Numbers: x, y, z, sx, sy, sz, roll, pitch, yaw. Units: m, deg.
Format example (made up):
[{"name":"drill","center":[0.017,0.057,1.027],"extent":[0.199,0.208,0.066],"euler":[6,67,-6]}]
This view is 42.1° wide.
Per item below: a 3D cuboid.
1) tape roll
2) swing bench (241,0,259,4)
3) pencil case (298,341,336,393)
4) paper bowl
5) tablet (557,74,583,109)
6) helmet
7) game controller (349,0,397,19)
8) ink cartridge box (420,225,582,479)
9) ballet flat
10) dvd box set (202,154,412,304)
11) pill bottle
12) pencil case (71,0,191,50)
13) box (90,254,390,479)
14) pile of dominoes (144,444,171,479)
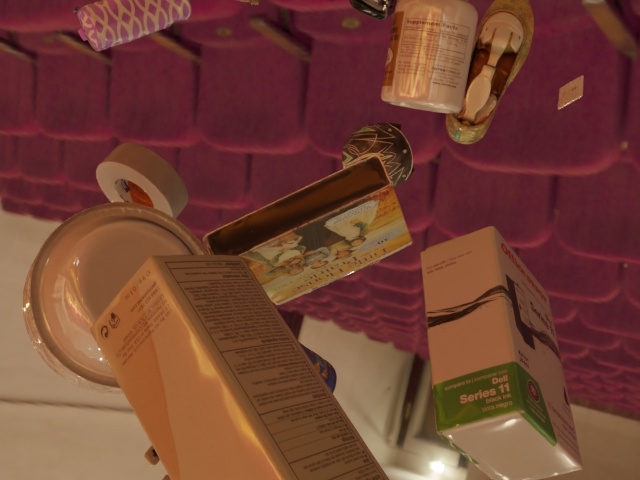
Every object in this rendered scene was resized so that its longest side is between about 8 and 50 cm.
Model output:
[{"name":"tape roll","center":[-0.427,-0.129,1.993],"extent":[0.219,0.072,0.219],"euler":[24,147,17]},{"name":"swing bench","center":[-0.236,-0.619,1.809],"extent":[0.254,0.165,0.255],"euler":[3,177,-22]},{"name":"pencil case","center":[-0.110,0.205,1.460],"extent":[0.306,0.133,0.119],"euler":[38,158,-32]},{"name":"paper bowl","center":[-0.289,0.082,1.241],"extent":[0.284,0.284,0.148],"euler":[16,158,-21]},{"name":"tablet","center":[0.486,-0.289,1.614],"extent":[0.054,0.083,0.006],"euler":[-30,115,35]},{"name":"helmet","center":[0.131,-0.188,1.869],"extent":[0.170,0.169,0.161],"euler":[13,-162,15]},{"name":"game controller","center":[0.052,-0.445,1.387],"extent":[0.167,0.067,0.319],"euler":[21,-175,3]},{"name":"ink cartridge box","center":[0.175,0.113,0.818],"extent":[0.087,0.208,0.153],"euler":[-23,137,26]},{"name":"ballet flat","center":[0.357,-0.369,1.731],"extent":[0.123,0.348,0.123],"euler":[23,179,0]},{"name":"dvd box set","center":[0.000,0.000,1.467],"extent":[0.308,0.062,0.420],"euler":[-24,164,4]},{"name":"pill bottle","center":[0.175,-0.321,1.297],"extent":[0.131,0.229,0.131],"euler":[9,-174,-1]},{"name":"pencil case","center":[-0.336,-0.408,1.503],"extent":[0.206,0.086,0.088],"euler":[-25,-174,-23]},{"name":"box","center":[-0.076,0.168,0.807],"extent":[0.148,0.121,0.311],"euler":[4,-134,-55]},{"name":"pile of dominoes","center":[-0.199,0.394,1.581],"extent":[0.040,0.251,0.196],"euler":[-18,115,49]}]
